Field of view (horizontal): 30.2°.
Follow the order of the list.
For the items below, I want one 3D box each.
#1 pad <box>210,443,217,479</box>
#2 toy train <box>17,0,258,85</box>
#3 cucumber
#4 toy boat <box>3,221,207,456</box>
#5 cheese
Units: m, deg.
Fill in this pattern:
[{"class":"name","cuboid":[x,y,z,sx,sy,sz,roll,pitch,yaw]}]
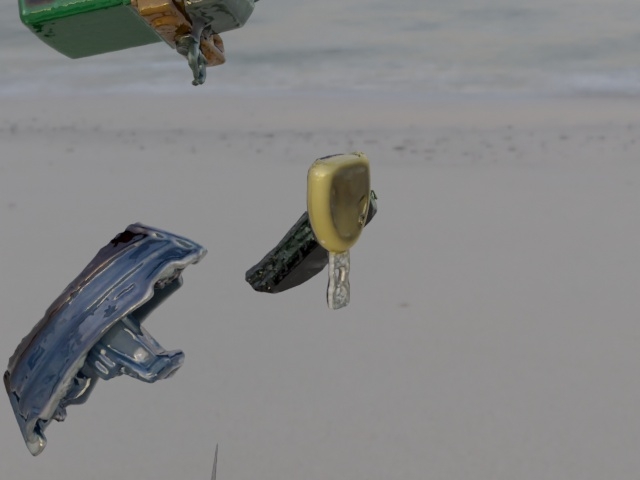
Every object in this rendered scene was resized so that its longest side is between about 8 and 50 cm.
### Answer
[{"class":"pad","cuboid":[-0.201,0.509,1.673,0.063,0.375,0.315,7,30,-7]},{"class":"toy train","cuboid":[-0.191,-0.352,1.218,0.249,0.429,0.178,-12,-13,12]},{"class":"cucumber","cuboid":[0.000,0.000,1.421,0.070,0.220,0.046,16,42,-41]},{"class":"toy boat","cuboid":[-0.228,0.115,1.283,0.142,0.309,0.129,43,12,9]},{"class":"cheese","cuboid":[0.018,-0.007,1.222,0.036,0.162,0.086,13,21,35]}]
